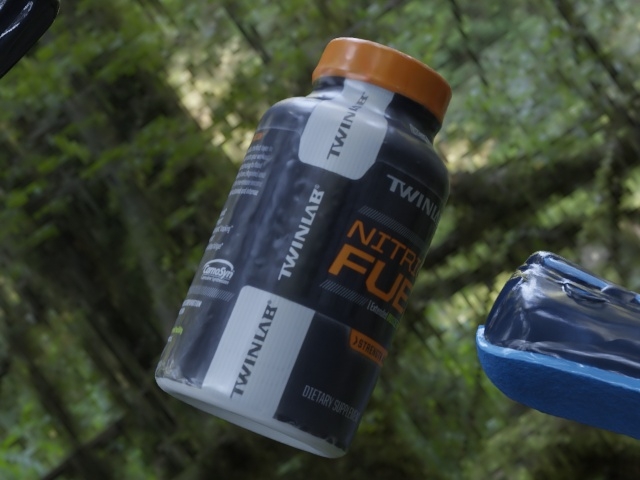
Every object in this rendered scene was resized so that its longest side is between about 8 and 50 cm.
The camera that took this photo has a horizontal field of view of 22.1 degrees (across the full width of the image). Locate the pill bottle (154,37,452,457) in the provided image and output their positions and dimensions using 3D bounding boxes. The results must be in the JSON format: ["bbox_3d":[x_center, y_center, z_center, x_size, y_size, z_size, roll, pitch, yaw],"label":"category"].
[{"bbox_3d":[0.000,0.000,1.020,0.246,0.130,0.130,-68,13,-10],"label":"pill bottle"}]

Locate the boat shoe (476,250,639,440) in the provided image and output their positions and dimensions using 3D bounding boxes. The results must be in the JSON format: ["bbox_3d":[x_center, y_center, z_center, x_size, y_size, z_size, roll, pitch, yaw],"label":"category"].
[{"bbox_3d":[0.210,0.061,0.835,0.109,0.258,0.089,84,-152,-62],"label":"boat shoe"}]

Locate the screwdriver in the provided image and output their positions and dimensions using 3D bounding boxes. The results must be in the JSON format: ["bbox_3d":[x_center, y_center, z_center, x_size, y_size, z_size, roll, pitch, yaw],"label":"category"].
[{"bbox_3d":[-0.085,-0.123,0.635,0.170,0.024,0.025,-47,1,5],"label":"screwdriver"}]
